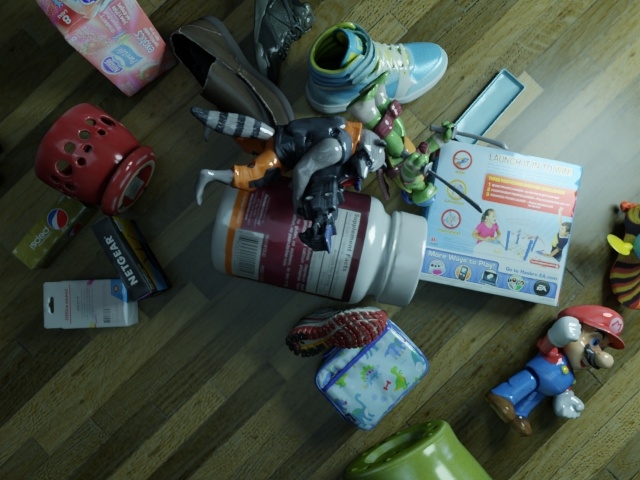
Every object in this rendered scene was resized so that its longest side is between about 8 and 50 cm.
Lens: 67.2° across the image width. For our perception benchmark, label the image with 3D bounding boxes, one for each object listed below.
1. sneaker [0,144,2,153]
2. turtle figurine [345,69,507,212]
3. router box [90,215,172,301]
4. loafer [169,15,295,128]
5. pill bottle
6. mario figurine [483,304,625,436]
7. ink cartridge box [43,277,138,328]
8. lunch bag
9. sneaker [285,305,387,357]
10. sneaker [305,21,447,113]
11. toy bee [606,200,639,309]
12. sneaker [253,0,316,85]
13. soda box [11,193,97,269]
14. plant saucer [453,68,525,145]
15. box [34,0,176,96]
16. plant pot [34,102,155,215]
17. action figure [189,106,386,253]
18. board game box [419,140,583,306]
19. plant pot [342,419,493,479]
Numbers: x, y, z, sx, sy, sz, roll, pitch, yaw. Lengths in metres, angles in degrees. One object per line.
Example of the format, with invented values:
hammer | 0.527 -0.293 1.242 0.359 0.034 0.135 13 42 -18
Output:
sneaker | -0.788 -0.125 1.046 0.135 0.097 0.276 25 88 3
turtle figurine | 0.193 -0.198 0.906 0.198 0.274 0.266 -46 107 -18
router box | -0.396 0.038 1.023 0.046 0.133 0.179 -31 89 0
loafer | -0.194 -0.308 1.015 0.130 0.134 0.366 -30 77 -43
pill bottle | 0.000 0.000 0.976 0.392 0.224 0.224 13 89 1
mario figurine | 0.501 0.270 0.985 0.320 0.198 0.170 -48 67 4
ink cartridge box | -0.501 0.136 1.056 0.181 0.061 0.104 -2 88 0
lunch bag | 0.104 0.278 1.038 0.219 0.090 0.176 -42 86 -2
sneaker | 0.033 0.171 1.005 0.225 0.093 0.088 -15 115 26
sneaker | 0.120 -0.368 0.987 0.319 0.208 0.127 -17 78 0
toy bee | 0.704 -0.008 1.027 0.195 0.162 0.298 31 103 -30
sneaker | -0.079 -0.446 1.055 0.130 0.087 0.228 1 83 7
soda box | -0.584 -0.022 1.063 0.061 0.058 0.181 41 90 1
plant saucer | 0.372 -0.293 1.083 0.067 0.018 0.192 41 90 1
box | -0.420 -0.426 0.950 0.142 0.300 0.154 -38 90 -2
plant pot | -0.454 -0.161 1.004 0.174 0.191 0.191 30 89 -6
action figure | -0.045 -0.133 0.812 0.330 0.341 0.179 -3 125 -4
board game box | 0.372 -0.037 1.042 0.308 0.086 0.302 12 88 1
plant pot | 0.223 0.560 0.925 0.366 0.366 0.353 -26 77 0
